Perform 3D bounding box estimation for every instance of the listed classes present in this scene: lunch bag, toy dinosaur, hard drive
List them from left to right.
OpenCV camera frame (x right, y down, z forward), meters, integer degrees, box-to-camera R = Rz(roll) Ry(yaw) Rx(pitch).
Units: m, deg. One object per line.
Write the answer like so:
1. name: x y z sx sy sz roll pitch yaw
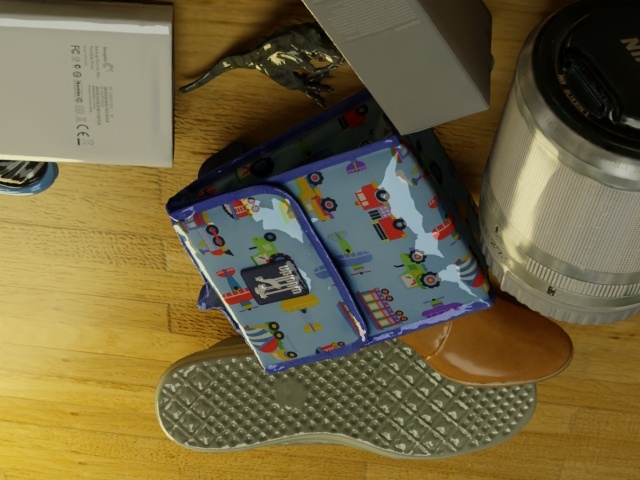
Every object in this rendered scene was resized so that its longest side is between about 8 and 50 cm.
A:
1. hard drive: -0.301 -0.160 1.899 0.307 0.040 0.203 3 138 -1
2. lunch bag: -0.086 -0.045 1.989 0.067 0.098 0.065 -29 132 32
3. toy dinosaur: -0.025 -0.173 1.832 0.118 0.064 0.268 6 171 -31
4. lunch bag: 0.000 0.000 1.921 0.293 0.138 0.221 -23 119 18

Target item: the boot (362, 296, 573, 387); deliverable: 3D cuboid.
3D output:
1. boot: 0.139 0.056 2.071 0.295 0.104 0.211 9 143 7

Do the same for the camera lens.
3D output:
1. camera lens: 0.272 -0.077 1.778 0.219 0.219 0.274 10 143 -1

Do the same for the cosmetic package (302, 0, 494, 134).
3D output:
1. cosmetic package: 0.065 -0.221 1.710 0.107 0.127 0.238 -14 135 23

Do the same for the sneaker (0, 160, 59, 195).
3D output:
1. sneaker: -0.373 -0.089 2.031 0.188 0.067 0.078 -2 120 16

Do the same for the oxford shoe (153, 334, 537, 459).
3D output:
1. oxford shoe: 0.030 0.174 2.239 0.449 0.169 0.130 -3 -176 3
